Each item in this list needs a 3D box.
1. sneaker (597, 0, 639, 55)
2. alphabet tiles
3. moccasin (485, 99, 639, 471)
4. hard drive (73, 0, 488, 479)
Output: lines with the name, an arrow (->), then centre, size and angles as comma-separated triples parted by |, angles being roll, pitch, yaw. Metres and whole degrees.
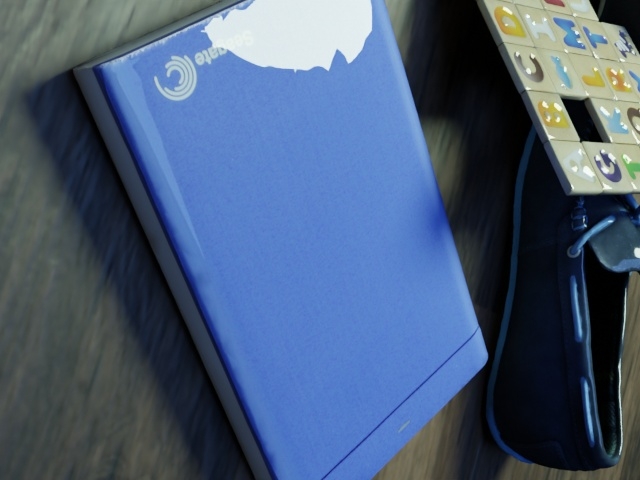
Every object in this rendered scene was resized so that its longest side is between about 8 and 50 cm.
sneaker -> 0.303, -0.240, 0.780 | 0.145, 0.090, 0.270 | -37, 124, -43
alphabet tiles -> 0.198, -0.141, 0.670 | 0.198, 0.009, 0.237 | -4, 67, -41
moccasin -> 0.235, 0.020, 0.725 | 0.137, 0.117, 0.342 | 8, 88, -42
hard drive -> 0.000, 0.000, 0.561 | 0.210, 0.040, 0.319 | -36, 117, -34
